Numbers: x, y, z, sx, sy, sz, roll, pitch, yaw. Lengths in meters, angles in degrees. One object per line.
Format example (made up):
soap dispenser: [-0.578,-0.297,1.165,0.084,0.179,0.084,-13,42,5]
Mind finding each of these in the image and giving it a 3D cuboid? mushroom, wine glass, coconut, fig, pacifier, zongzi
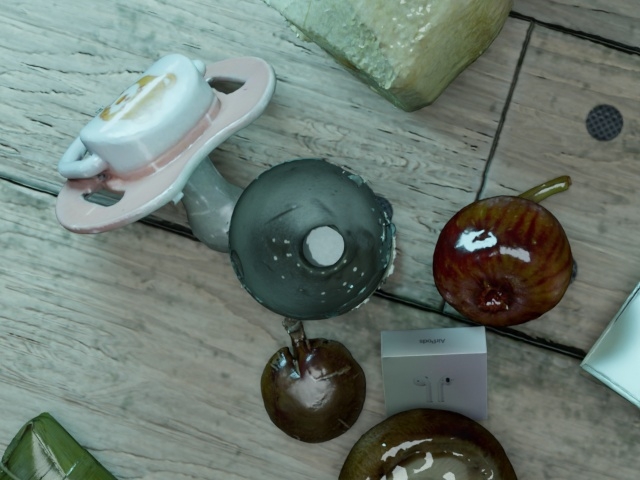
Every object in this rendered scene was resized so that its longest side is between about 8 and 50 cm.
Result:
mushroom: [-0.013,0.177,1.846,0.135,0.080,0.170,-21,90,-7]
wine glass: [-0.003,0.004,1.713,0.191,0.357,0.190,0,86,3]
coconut: [0.093,-0.319,1.750,0.297,0.297,0.254,35,93,4]
mushroom: [0.137,0.336,1.794,0.253,0.153,0.253,0,89,1]
fig: [0.232,0.006,1.811,0.175,0.207,0.175,5,131,6]
pacifier: [-0.182,-0.106,1.795,0.273,0.220,0.332,42,69,3]
zongzi: [-0.354,0.360,1.860,0.205,0.094,0.204,42,96,4]

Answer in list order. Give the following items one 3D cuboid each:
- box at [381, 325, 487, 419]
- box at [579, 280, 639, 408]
box: [0.144,0.169,1.813,0.130,0.129,0.051,-3,44,4]
box: [0.449,0.109,1.788,0.129,0.086,0.225,37,92,40]
